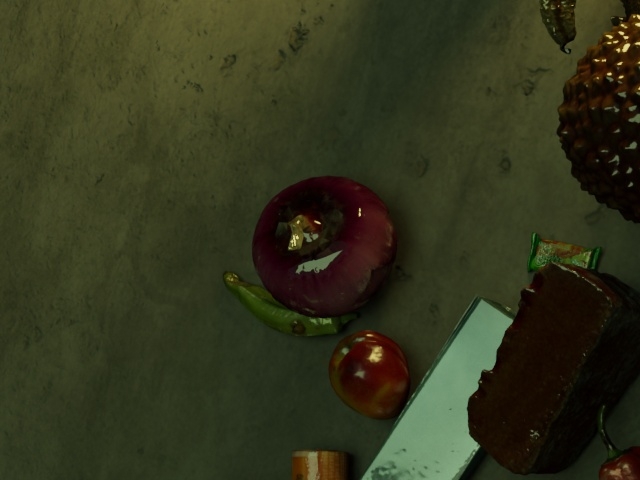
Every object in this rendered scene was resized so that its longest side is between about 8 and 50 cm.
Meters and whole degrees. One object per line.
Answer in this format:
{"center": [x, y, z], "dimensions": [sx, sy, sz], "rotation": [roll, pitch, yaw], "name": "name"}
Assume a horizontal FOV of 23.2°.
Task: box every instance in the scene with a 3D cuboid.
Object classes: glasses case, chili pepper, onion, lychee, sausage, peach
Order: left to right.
{"center": [-0.051, 0.087, 1.936], "dimensions": [0.208, 0.043, 0.049], "rotation": [15, 105, 32], "name": "chili pepper"}
{"center": [-0.001, 0.364, 1.841], "dimensions": [0.071, 0.071, 0.234], "rotation": [-5, 78, 30], "name": "sausage"}
{"center": [0.004, 0.004, 1.856], "dimensions": [0.177, 0.153, 0.177], "rotation": [-20, 32, 13], "name": "onion"}
{"center": [0.061, 0.160, 1.830], "dimensions": [0.100, 0.100, 0.101], "rotation": [-6, 79, 30], "name": "peach"}
{"center": [0.157, 0.199, 1.790], "dimensions": [0.105, 0.056, 0.266], "rotation": [34, 100, 15], "name": "glasses case"}
{"center": [0.346, 0.301, 1.647], "dimensions": [0.071, 0.063, 0.272], "rotation": [-25, 80, 36], "name": "chili pepper"}
{"center": [0.368, -0.120, 1.594], "dimensions": [0.267, 0.267, 0.268], "rotation": [-6, 79, 30], "name": "lychee"}

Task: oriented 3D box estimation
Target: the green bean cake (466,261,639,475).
{"center": [0.251, 0.138, 1.658], "dimensions": [0.097, 0.198, 0.233], "rotation": [41, 107, 31], "name": "green bean cake"}

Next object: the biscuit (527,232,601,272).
{"center": [0.273, 0.021, 1.767], "dimensions": [0.089, 0.016, 0.046], "rotation": [13, 88, 32], "name": "biscuit"}

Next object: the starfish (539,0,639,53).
{"center": [0.297, -0.359, 1.696], "dimensions": [0.113, 0.312, 0.303], "rotation": [-13, 111, 56], "name": "starfish"}
